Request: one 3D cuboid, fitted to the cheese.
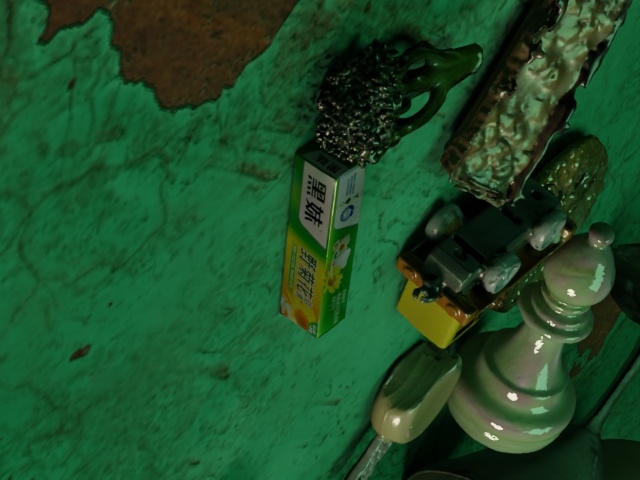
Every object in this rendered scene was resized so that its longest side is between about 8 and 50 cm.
[{"bbox_3d":[0.078,0.175,1.518,0.171,0.047,0.092,-48,154,-16],"label":"cheese"}]

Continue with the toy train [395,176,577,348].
[{"bbox_3d":[0.150,0.015,1.410,0.219,0.089,0.127,-36,160,-37],"label":"toy train"}]

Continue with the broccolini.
[{"bbox_3d":[0.057,-0.112,1.134,0.202,0.068,0.091,-30,117,-59],"label":"broccolini"}]

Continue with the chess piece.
[{"bbox_3d":[0.230,0.083,1.516,0.139,0.139,0.272,-30,154,-43],"label":"chess piece"}]

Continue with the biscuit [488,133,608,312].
[{"bbox_3d":[0.234,-0.017,1.581,0.220,0.033,0.220,-42,154,-26],"label":"biscuit"}]

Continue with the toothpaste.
[{"bbox_3d":[0.000,0.000,1.168,0.037,0.043,0.178,-34,148,-33],"label":"toothpaste"}]

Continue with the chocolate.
[{"bbox_3d":[0.205,-0.184,1.294,0.102,0.065,0.329,19,104,-50],"label":"chocolate"}]

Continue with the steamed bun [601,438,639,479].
[{"bbox_3d":[0.351,0.432,2.092,0.374,0.241,0.374,-47,157,-26],"label":"steamed bun"}]

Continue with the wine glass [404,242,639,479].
[{"bbox_3d":[0.321,0.210,1.768,0.406,0.267,0.267,-48,154,-25],"label":"wine glass"}]
